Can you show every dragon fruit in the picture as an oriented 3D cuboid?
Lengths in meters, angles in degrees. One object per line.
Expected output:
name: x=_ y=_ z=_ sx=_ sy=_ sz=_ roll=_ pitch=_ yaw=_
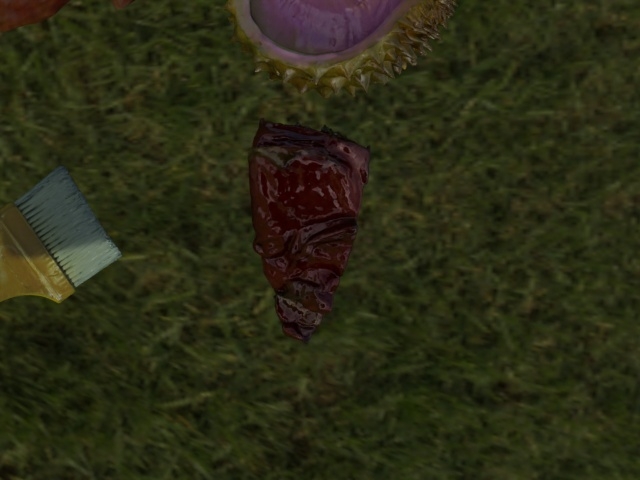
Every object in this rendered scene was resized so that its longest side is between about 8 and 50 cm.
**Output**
dragon fruit: x=0.003 y=0.000 z=0.793 sx=0.097 sy=0.063 sz=0.131 roll=-12 pitch=113 yaw=-59

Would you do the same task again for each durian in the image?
durian: x=0.009 y=-0.186 z=1.090 sx=0.182 sy=0.165 sz=0.132 roll=15 pitch=113 yaw=-2

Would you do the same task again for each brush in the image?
brush: x=-0.230 y=0.042 z=0.933 sx=0.205 sy=0.011 sz=0.083 roll=-40 pitch=126 yaw=-15

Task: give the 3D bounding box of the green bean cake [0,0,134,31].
green bean cake: x=-0.114 y=-0.156 z=0.504 sx=0.233 sy=0.097 sz=0.198 roll=-4 pitch=68 yaw=-5
